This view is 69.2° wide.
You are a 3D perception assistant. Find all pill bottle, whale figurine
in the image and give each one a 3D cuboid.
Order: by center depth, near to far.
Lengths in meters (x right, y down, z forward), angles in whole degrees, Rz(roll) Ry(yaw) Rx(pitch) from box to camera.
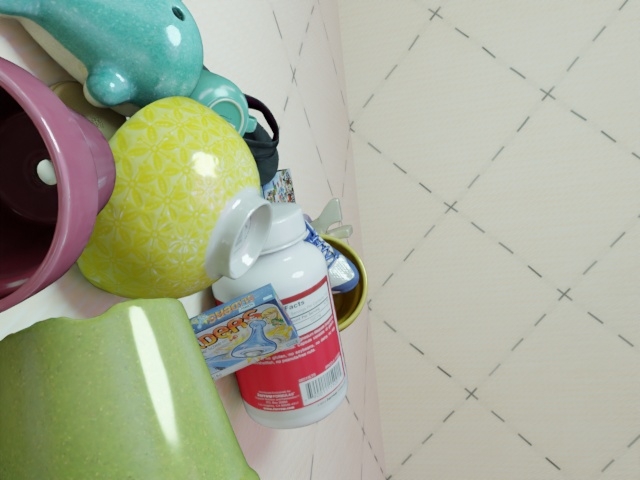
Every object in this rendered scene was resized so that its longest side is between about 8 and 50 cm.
[{"bbox_3d":[-0.257,-0.265,0.560,0.272,0.141,0.216,21,53,-56],"label":"whale figurine"},{"bbox_3d":[-0.084,0.142,0.928,0.229,0.229,0.407,-57,139,-66],"label":"pill bottle"}]

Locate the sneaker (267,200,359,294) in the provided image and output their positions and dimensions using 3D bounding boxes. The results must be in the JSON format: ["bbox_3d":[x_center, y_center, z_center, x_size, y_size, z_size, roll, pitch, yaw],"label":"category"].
[{"bbox_3d":[-0.039,0.020,1.045,0.112,0.296,0.131,-61,-178,-24],"label":"sneaker"}]

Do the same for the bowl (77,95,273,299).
[{"bbox_3d":[-0.160,-0.029,0.630,0.289,0.156,0.289,-60,168,-23],"label":"bowl"}]

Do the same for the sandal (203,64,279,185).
[{"bbox_3d":[-0.169,-0.232,0.929,0.446,0.107,0.167,34,51,-64],"label":"sandal"}]

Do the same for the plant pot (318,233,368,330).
[{"bbox_3d":[-0.012,0.133,1.216,0.239,0.254,0.254,88,0,-74],"label":"plant pot"}]

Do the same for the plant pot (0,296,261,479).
[{"bbox_3d":[-0.201,0.202,0.464,0.276,0.276,0.253,22,48,-73],"label":"plant pot"}]

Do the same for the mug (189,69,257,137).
[{"bbox_3d":[-0.173,-0.213,0.765,0.158,0.097,0.129,-33,136,-27],"label":"mug"}]

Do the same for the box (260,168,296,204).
[{"bbox_3d":[-0.121,-0.101,1.231,0.233,0.044,0.159,-46,128,-70],"label":"box"}]

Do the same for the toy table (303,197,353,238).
[{"bbox_3d":[0.000,0.000,1.427,0.274,0.161,0.252,-67,148,-59],"label":"toy table"}]

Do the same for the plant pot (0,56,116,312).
[{"bbox_3d":[-0.276,-0.056,0.402,0.180,0.201,0.201,-100,180,-75],"label":"plant pot"}]

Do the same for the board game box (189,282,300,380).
[{"bbox_3d":[-0.147,0.159,0.753,0.035,0.201,0.136,-116,-177,-45],"label":"board game box"}]

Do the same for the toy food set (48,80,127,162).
[{"bbox_3d":[-0.297,-0.141,0.600,0.132,0.039,0.192,44,36,-41],"label":"toy food set"}]
